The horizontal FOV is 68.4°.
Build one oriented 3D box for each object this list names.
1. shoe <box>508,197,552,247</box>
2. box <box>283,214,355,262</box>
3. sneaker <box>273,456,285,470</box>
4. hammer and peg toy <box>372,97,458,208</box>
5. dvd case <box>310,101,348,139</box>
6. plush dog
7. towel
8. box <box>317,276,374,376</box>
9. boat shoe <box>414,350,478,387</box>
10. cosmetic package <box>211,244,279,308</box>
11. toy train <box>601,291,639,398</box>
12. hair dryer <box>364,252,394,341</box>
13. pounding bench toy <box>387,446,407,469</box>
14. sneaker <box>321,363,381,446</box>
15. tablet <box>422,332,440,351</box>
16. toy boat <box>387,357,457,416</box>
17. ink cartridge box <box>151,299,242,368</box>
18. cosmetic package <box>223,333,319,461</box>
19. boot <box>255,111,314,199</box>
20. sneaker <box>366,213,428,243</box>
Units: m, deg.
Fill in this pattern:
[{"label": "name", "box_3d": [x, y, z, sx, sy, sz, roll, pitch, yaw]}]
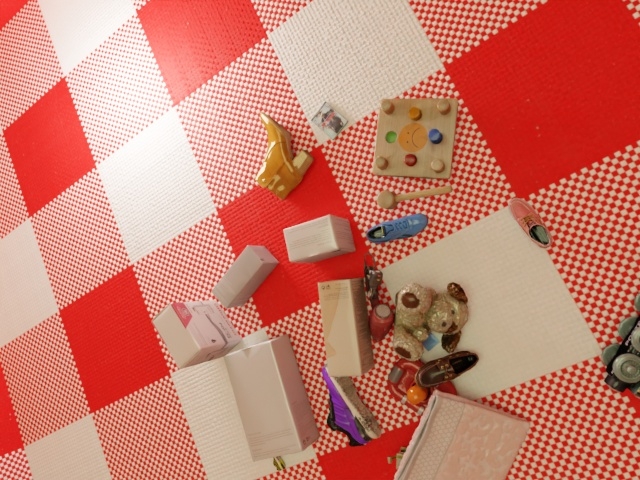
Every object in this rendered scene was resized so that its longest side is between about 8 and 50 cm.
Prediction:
[{"label": "shoe", "box_3d": [0.622, -0.055, 1.394, 0.063, 0.081, 0.178, -37, 75, 18]}, {"label": "box", "box_3d": [0.000, 0.000, 1.607, 0.180, 0.181, 0.119, -16, 80, 22]}, {"label": "sneaker", "box_3d": [-0.164, 0.809, 1.734, 0.035, 0.031, 0.083, -36, 75, 19]}, {"label": "hammer and peg toy", "box_3d": [0.303, -0.274, 1.516, 0.265, 0.127, 0.362, 5, 90, 21]}, {"label": "dvd case", "box_3d": [0.032, -0.431, 1.698, 0.119, 0.013, 0.087, 46, 105, 19]}, {"label": "plush dog", "box_3d": [0.348, 0.229, 1.475, 0.225, 0.211, 0.263, 5, 112, 7]}, {"label": "towel", "box_3d": [0.423, 0.640, 1.409, 0.316, 0.053, 0.332, 20, 99, -5]}, {"label": "box", "box_3d": [0.088, 0.286, 1.581, 0.121, 0.148, 0.312, -9, 84, 23]}, {"label": "boat shoe", "box_3d": [0.383, 0.386, 1.427, 0.206, 0.073, 0.073, -21, 83, -20]}, {"label": "cosmetic package", "box_3d": [-0.279, 0.135, 1.754, 0.107, 0.127, 0.238, 42, 102, 19]}, {"label": "toy train", "box_3d": [0.900, 0.276, 1.241, 0.190, 0.142, 0.334, 28, 99, 12]}, {"label": "hair dryer", "box_3d": [0.191, 0.202, 1.543, 0.079, 0.224, 0.294, -2, 103, 1]}, {"label": "pounding bench toy", "box_3d": [0.265, 0.707, 1.533, 0.083, 0.065, 0.052, 1, 90, 23]}, {"label": "sneaker", "box_3d": [0.066, 0.570, 1.604, 0.146, 0.102, 0.294, -39, 74, 18]}, {"label": "tablet", "box_3d": [0.344, 0.316, 1.544, 0.054, 0.006, 0.083, -46, 71, 16]}, {"label": "toy boat", "box_3d": [0.313, 0.475, 1.473, 0.231, 0.151, 0.151, 30, 100, 21]}, {"label": "ink cartridge box", "box_3d": [-0.447, 0.334, 1.736, 0.117, 0.283, 0.207, -42, 74, 13]}, {"label": "cosmetic package", "box_3d": [-0.176, 0.555, 1.683, 0.217, 0.156, 0.386, -20, 80, 21]}, {"label": "boot", "box_3d": [-0.181, -0.310, 1.738, 0.211, 0.104, 0.295, -46, 76, 15]}, {"label": "sneaker", "box_3d": [0.251, -0.038, 1.556, 0.209, 0.082, 0.069, -17, 80, 20]}]
